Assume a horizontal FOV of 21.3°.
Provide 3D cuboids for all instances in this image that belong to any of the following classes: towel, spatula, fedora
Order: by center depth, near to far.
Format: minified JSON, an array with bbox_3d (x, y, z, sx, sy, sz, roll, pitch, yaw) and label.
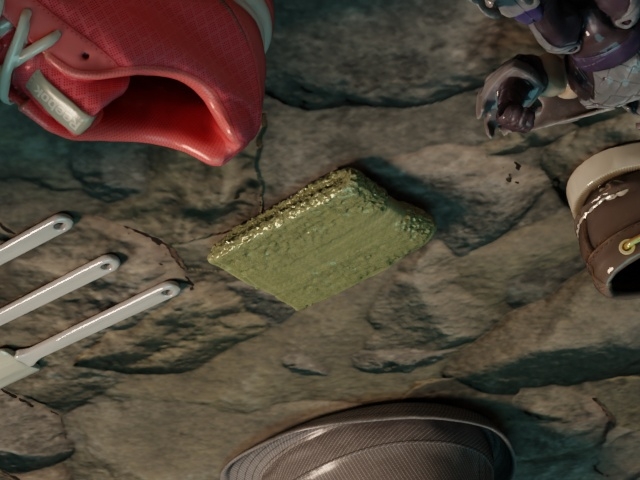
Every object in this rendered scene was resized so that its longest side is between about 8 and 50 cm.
[{"bbox_3d":[0.000,0.000,1.252,0.148,0.027,0.110,-30,138,32],"label":"towel"},{"bbox_3d":[-0.243,0.058,1.304,0.242,0.019,0.168,-25,140,25],"label":"spatula"},{"bbox_3d":[0.050,0.255,1.540,0.275,0.124,0.243,-19,143,18],"label":"fedora"}]

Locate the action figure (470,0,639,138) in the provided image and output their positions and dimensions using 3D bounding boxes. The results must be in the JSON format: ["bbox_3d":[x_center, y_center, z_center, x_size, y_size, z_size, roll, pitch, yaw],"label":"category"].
[{"bbox_3d":[0.164,-0.133,1.030,0.185,0.099,0.285,-29,144,16],"label":"action figure"}]

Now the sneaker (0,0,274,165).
[{"bbox_3d":[-0.158,-0.129,0.947,0.314,0.136,0.116,15,139,-27],"label":"sneaker"}]

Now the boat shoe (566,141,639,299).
[{"bbox_3d":[0.344,-0.020,1.215,0.324,0.096,0.116,-5,145,-1],"label":"boat shoe"}]
